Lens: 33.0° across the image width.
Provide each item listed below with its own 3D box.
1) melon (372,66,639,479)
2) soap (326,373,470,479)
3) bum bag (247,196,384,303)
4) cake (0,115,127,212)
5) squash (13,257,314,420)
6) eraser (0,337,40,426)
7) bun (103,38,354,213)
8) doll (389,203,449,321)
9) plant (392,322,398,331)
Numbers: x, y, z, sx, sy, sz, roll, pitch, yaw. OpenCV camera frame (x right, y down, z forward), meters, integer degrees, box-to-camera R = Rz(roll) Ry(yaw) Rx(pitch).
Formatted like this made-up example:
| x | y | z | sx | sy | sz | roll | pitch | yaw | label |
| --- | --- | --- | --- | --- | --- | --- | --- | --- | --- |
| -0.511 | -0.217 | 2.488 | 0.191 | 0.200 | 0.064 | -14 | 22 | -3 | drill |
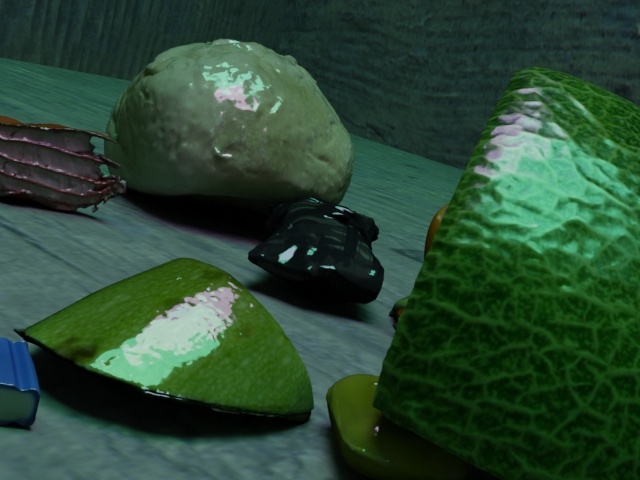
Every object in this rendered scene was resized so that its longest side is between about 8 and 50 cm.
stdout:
| x | y | z | sx | sy | sz | roll | pitch | yaw | label |
| --- | --- | --- | --- | --- | --- | --- | --- | --- | --- |
| 0.232 | 0.077 | 0.753 | 0.343 | 0.226 | 0.331 | 22 | 48 | 6 | melon |
| 0.049 | 0.130 | 0.727 | 0.088 | 0.045 | 0.140 | 17 | 9 | -9 | soap |
| 0.000 | 0.000 | 1.244 | 0.144 | 0.095 | 0.340 | 16 | 12 | -1 | bum bag |
| -0.363 | -0.092 | 1.223 | 0.287 | 0.098 | 0.135 | 9 | 9 | -4 | cake |
| -0.106 | 0.054 | 0.758 | 0.191 | 0.085 | 0.184 | 19 | 2 | 36 | squash |
| -0.208 | 0.083 | 0.663 | 0.063 | 0.027 | 0.084 | 10 | 11 | -21 | eraser |
| -0.121 | -0.157 | 1.478 | 0.348 | 0.227 | 0.352 | 10 | 2 | 20 | bun |
| 0.174 | 0.042 | 1.074 | 0.236 | 0.213 | 0.213 | -27 | 6 | 8 | doll |
| 0.125 | 0.078 | 0.887 | 0.094 | 0.143 | 0.092 | 49 | -6 | 48 | plant |
